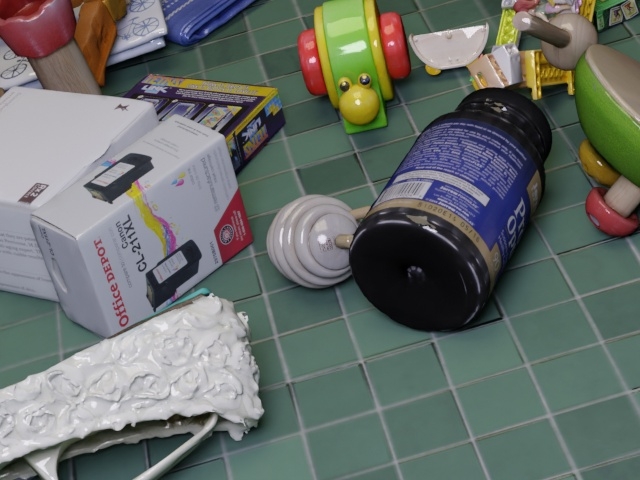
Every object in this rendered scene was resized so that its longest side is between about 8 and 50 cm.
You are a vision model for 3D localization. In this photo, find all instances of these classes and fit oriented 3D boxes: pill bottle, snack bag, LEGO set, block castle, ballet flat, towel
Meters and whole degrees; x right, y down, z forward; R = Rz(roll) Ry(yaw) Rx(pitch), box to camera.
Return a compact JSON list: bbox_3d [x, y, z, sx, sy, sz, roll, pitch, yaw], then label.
[{"bbox_3d":[0.120,-0.034,1.320,0.122,0.123,0.219,7,41,28],"label":"pill bottle"},{"bbox_3d":[-0.341,-0.276,1.865,0.323,0.037,0.343,-19,37,5],"label":"snack bag"},{"bbox_3d":[0.196,-0.204,1.536,0.107,0.132,0.287,0,43,34],"label":"LEGO set"},{"bbox_3d":[-0.446,-0.249,1.680,0.453,0.213,0.303,-9,42,15],"label":"block castle"},{"bbox_3d":[-0.226,0.164,1.169,0.408,0.147,0.147,-23,36,-13],"label":"ballet flat"},{"bbox_3d":[-0.190,-0.335,1.932,0.336,0.040,0.243,21,51,42],"label":"towel"}]

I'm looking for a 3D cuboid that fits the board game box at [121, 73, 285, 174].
[{"bbox_3d":[-0.144,-0.111,1.587,0.170,0.048,0.141,10,40,32],"label":"board game box"}]

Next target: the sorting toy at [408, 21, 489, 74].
[{"bbox_3d":[0.139,-0.206,1.624,0.083,0.045,0.075,-8,17,10],"label":"sorting toy"}]

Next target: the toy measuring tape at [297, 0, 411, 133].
[{"bbox_3d":[0.034,-0.230,1.629,0.121,0.121,0.330,-10,35,7],"label":"toy measuring tape"}]

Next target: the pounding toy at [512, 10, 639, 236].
[{"bbox_3d":[0.251,-0.089,1.348,0.237,0.110,0.183,44,24,13],"label":"pounding toy"}]

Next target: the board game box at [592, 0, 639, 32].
[{"bbox_3d":[0.374,-0.308,1.686,0.259,0.030,0.136,-24,38,-13],"label":"board game box"}]

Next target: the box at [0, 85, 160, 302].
[{"bbox_3d":[-0.263,-0.047,1.482,0.181,0.119,0.181,10,41,30],"label":"box"}]

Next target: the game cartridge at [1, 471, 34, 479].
[{"bbox_3d":[-0.269,0.189,1.250,0.083,0.017,0.056,-25,33,-14],"label":"game cartridge"}]

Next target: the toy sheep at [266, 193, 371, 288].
[{"bbox_3d":[0.000,0.000,1.348,0.091,0.091,0.132,-33,8,-24],"label":"toy sheep"}]

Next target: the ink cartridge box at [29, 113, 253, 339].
[{"bbox_3d":[-0.157,-0.010,1.385,0.072,0.127,0.175,25,52,39],"label":"ink cartridge box"}]
